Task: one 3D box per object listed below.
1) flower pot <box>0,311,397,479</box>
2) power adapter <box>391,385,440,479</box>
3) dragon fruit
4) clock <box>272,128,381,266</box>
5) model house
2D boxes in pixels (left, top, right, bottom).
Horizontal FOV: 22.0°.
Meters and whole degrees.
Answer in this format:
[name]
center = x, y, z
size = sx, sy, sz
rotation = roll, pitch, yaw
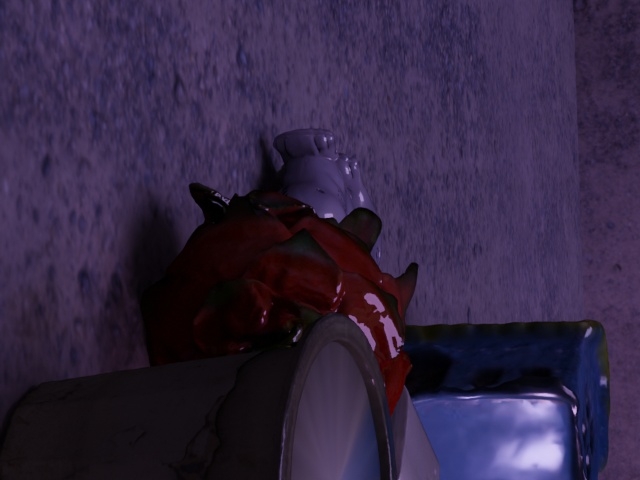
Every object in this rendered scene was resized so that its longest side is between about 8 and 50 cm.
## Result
[flower pot]
center = -0.076, 0.149, 0.964
size = 0.212, 0.203, 0.212
rotation = -1, 90, -74
[power adapter]
center = 0.017, 0.181, 1.390
size = 0.205, 0.130, 0.125
rotation = 67, 26, -51
[dragon fruit]
center = -0.027, 0.063, 1.174
size = 0.274, 0.192, 0.193
rotation = -68, 173, -71
[clock]
center = -0.001, 0.000, 1.445
size = 0.176, 0.080, 0.117
rotation = 67, 26, -47
[model house]
center = 0.195, 0.185, 1.792
size = 0.303, 0.237, 0.215
rotation = -55, 139, -64
